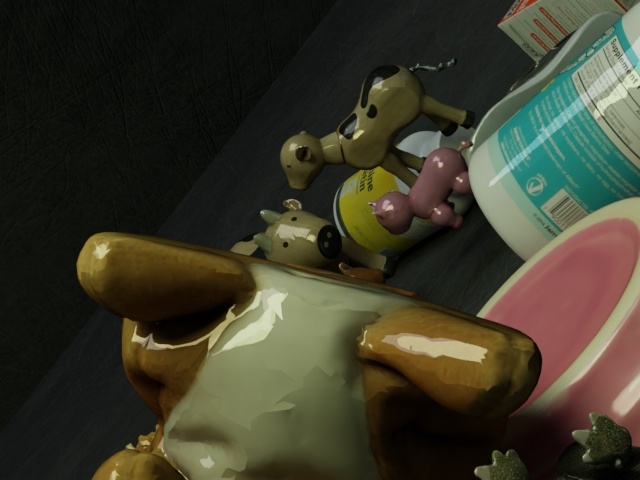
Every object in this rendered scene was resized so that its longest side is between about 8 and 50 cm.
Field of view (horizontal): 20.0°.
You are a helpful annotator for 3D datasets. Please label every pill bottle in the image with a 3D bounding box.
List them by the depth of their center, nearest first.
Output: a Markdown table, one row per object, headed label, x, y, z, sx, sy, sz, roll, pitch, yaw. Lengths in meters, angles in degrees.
| label | x | y | z | sx | sy | sz | roll | pitch | yaw |
| --- | --- | --- | --- | --- | --- | --- | --- | --- | --- |
| pill bottle | 0.255 | -0.095 | 1.456 | 0.264 | 0.146 | 0.146 | -42 | 14 | 25 |
| pill bottle | 0.102 | -0.056 | 1.953 | 0.184 | 0.103 | 0.103 | -34 | 19 | 49 |

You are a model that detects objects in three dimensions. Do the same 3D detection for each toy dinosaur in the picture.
| label | x | y | z | sx | sy | sz | roll | pitch | yaw |
| --- | --- | --- | --- | --- | --- | --- | --- | --- | --- |
| toy dinosaur | 0.159 | 0.165 | 1.056 | 0.313 | 0.121 | 0.160 | -41 | -17 | -18 |

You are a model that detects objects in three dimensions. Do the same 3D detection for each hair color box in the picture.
| label | x | y | z | sx | sy | sz | roll | pitch | yaw |
| --- | --- | --- | --- | --- | --- | --- | --- | --- | --- |
| hair color box | 0.277 | -0.243 | 1.943 | 0.053 | 0.093 | 0.167 | -55 | 14 | -29 |

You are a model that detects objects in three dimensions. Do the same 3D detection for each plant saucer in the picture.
| label | x | y | z | sx | sy | sz | roll | pitch | yaw |
| --- | --- | --- | --- | --- | --- | --- | --- | --- | --- |
| plant saucer | 0.183 | 0.088 | 1.308 | 0.332 | 0.084 | 0.332 | -46 | 14 | 14 |

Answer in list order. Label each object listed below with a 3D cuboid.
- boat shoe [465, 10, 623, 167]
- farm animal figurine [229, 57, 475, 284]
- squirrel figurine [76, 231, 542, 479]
| label | x | y | z | sx | sy | sz | roll | pitch | yaw |
| --- | --- | --- | --- | --- | --- | --- | --- | --- | --- |
| boat shoe | 0.229 | -0.145 | 1.857 | 0.228 | 0.080 | 0.076 | -50 | 7 | -9 |
| farm animal figurine | 0.000 | 0.000 | 1.794 | 0.327 | 0.172 | 0.330 | -38 | 33 | 48 |
| squirrel figurine | -0.037 | 0.203 | 1.203 | 0.397 | 0.281 | 0.371 | -10 | -67 | -86 |
